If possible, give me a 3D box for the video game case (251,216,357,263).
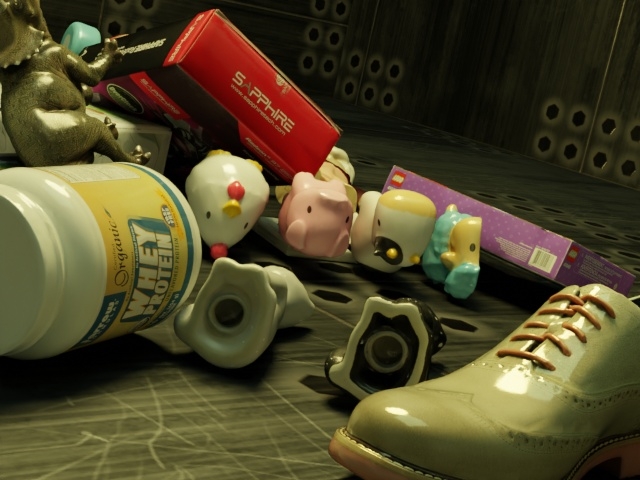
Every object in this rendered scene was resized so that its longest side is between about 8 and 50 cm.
[{"bbox_3d":[0.000,0.000,1.485,0.157,0.019,0.143,7,13,-27],"label":"video game case"}]

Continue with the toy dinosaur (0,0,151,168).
[{"bbox_3d":[-0.278,-0.129,1.195,0.160,0.314,0.121,-12,-7,-44],"label":"toy dinosaur"}]

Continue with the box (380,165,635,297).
[{"bbox_3d":[0.244,-0.004,1.499,0.293,0.057,0.201,27,3,39],"label":"box"}]

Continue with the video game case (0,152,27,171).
[{"bbox_3d":[-0.297,-0.023,1.108,0.183,0.023,0.201,42,22,20],"label":"video game case"}]

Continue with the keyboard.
[{"bbox_3d":[0.171,0.003,1.497,0.256,0.014,0.072,24,3,-23],"label":"keyboard"}]

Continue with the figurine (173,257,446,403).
[{"bbox_3d":[0.003,0.072,0.999,0.214,0.092,0.209,14,3,11],"label":"figurine"}]

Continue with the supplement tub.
[{"bbox_3d":[-0.200,0.013,0.882,0.144,0.144,0.199,17,13,22],"label":"supplement tub"}]

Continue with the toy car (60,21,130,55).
[{"bbox_3d":[-0.330,-0.205,1.738,0.219,0.210,0.238,18,-6,-31],"label":"toy car"}]

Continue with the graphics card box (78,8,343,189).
[{"bbox_3d":[-0.170,-0.169,1.472,0.233,0.094,0.371,41,-21,-30],"label":"graphics card box"}]

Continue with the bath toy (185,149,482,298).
[{"bbox_3d":[0.011,-0.014,1.331,0.348,0.151,0.129,12,56,-12],"label":"bath toy"}]

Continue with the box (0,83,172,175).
[{"bbox_3d":[-0.362,-0.117,1.400,0.262,0.127,0.231,19,14,29],"label":"box"}]

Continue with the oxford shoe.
[{"bbox_3d":[0.156,0.099,0.830,0.140,0.147,0.397,22,15,37],"label":"oxford shoe"}]

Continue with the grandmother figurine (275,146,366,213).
[{"bbox_3d":[-0.001,-0.089,1.750,0.208,0.104,0.342,40,9,-1],"label":"grandmother figurine"}]
